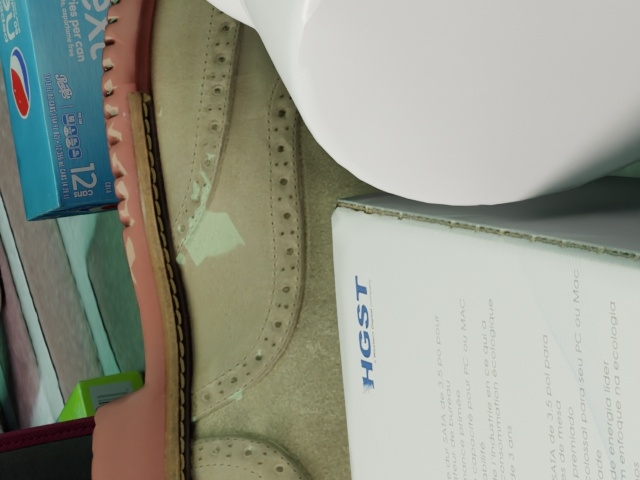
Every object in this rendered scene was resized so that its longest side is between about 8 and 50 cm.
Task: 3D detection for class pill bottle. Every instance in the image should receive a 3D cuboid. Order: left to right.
[{"bbox_3d":[0.007,-0.153,0.484,0.161,0.161,0.283,106,148,-45],"label":"pill bottle"}]

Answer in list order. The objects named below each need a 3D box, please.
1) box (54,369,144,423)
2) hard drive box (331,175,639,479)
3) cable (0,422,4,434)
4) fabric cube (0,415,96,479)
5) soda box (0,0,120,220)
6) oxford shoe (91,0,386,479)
[{"bbox_3d":[-0.127,0.156,1.068,0.178,0.042,0.109,126,132,-58],"label":"box"},{"bbox_3d":[0.092,0.080,0.455,0.232,0.089,0.181,-166,70,-65],"label":"hard drive box"},{"bbox_3d":[-0.320,0.100,1.339,0.257,0.089,0.257,2,126,57],"label":"cable"},{"bbox_3d":[-0.117,0.235,0.797,0.259,0.254,0.258,-165,69,-65],"label":"fabric cube"},{"bbox_3d":[-0.123,-0.119,0.929,0.071,0.067,0.210,166,95,-68],"label":"soda box"},{"bbox_3d":[0.000,0.000,0.658,0.123,0.130,0.348,44,-138,-65],"label":"oxford shoe"}]
